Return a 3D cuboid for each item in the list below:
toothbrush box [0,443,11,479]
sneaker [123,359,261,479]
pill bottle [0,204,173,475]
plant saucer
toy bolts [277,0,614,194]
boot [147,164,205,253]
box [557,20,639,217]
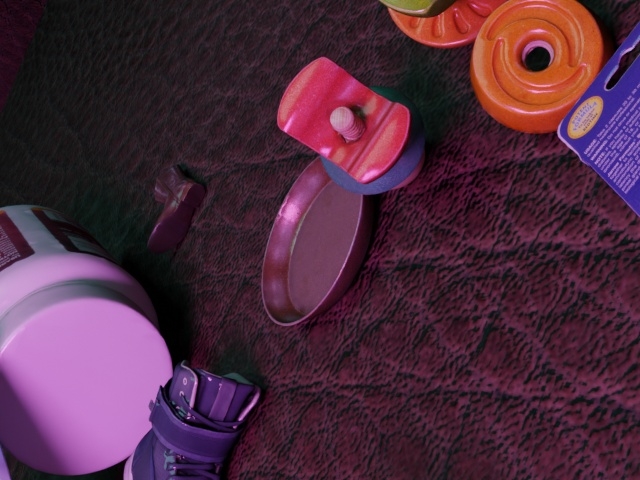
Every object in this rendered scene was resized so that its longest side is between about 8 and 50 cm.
[{"bbox_3d":[-0.356,0.270,0.960,0.216,0.126,0.295,-44,65,58],"label":"toothbrush box"},{"bbox_3d":[-0.112,0.207,0.909,0.163,0.086,0.226,-58,28,20],"label":"sneaker"},{"bbox_3d":[-0.314,0.103,1.187,0.224,0.224,0.392,-65,28,2],"label":"pill bottle"},{"bbox_3d":[0.000,0.000,0.931,0.168,0.029,0.168,-42,37,42],"label":"plant saucer"},{"bbox_3d":[0.102,-0.119,0.803,0.218,0.158,0.228,41,97,19],"label":"toy bolts"},{"bbox_3d":[-0.194,-0.041,1.288,0.106,0.037,0.114,-52,32,-3],"label":"boot"},{"bbox_3d":[0.232,-0.060,0.583,0.136,0.036,0.225,-54,31,19],"label":"box"}]
